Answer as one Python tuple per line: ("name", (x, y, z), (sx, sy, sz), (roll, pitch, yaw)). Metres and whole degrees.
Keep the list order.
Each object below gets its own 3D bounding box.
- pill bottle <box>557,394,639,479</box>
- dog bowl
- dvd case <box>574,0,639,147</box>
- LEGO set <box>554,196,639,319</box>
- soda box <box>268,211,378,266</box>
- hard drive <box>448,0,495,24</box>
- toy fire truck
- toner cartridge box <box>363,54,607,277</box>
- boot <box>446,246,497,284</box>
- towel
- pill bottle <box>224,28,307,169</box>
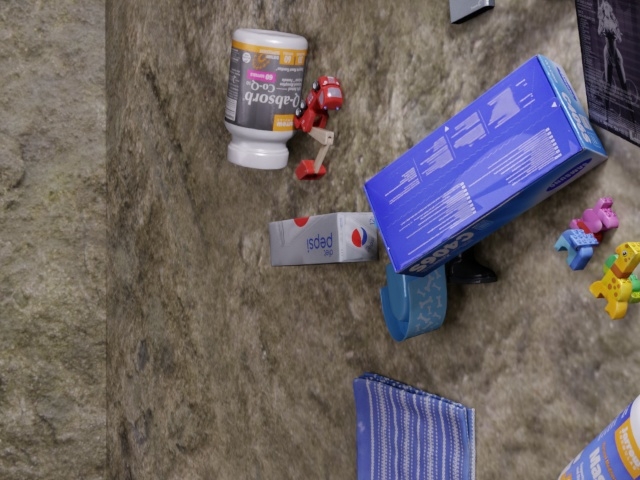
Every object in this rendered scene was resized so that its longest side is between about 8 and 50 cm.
("pill bottle", (0.412, 0.265, 1.132), (0.152, 0.152, 0.272), (64, 143, 35))
("dog bowl", (0.153, 0.021, 1.609), (0.166, 0.074, 0.297), (153, 114, -76))
("dvd case", (0.372, -0.231, 1.186), (0.164, 0.018, 0.221), (-124, 16, -63))
("LEGO set", (0.388, 0.024, 1.223), (0.227, 0.087, 0.093), (60, 140, 38))
("soda box", (0.000, 0.000, 1.889), (0.286, 0.091, 0.098), (-5, 87, 60))
("hard drive", (0.238, -0.426, 1.518), (0.094, 0.022, 0.135), (-12, 81, 59))
("toy fire truck", (-0.004, -0.225, 1.926), (0.192, 0.047, 0.135), (-51, 50, 48))
("toner cartridge box", (0.230, -0.100, 1.390), (0.348, 0.075, 0.165), (-36, 62, 33))
("boot", (0.238, 0.020, 1.526), (0.121, 0.045, 0.099), (-1, 92, 64))
("towel", (0.158, 0.381, 1.694), (0.336, 0.040, 0.243), (6, 98, 60))
("pill bottle", (-0.120, -0.301, 2.009), (0.162, 0.162, 0.278), (32, 120, 55))
